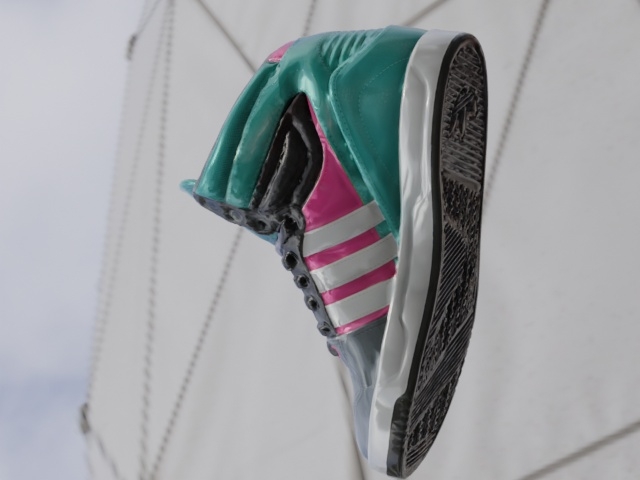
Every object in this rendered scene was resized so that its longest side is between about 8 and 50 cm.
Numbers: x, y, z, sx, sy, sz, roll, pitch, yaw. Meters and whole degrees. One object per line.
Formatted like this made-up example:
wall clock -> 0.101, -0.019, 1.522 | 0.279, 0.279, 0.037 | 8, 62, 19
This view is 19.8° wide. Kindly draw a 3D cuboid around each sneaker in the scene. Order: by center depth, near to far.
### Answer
sneaker -> 0.000, 0.000, 1.154 | 0.124, 0.178, 0.295 | -34, -48, -58
